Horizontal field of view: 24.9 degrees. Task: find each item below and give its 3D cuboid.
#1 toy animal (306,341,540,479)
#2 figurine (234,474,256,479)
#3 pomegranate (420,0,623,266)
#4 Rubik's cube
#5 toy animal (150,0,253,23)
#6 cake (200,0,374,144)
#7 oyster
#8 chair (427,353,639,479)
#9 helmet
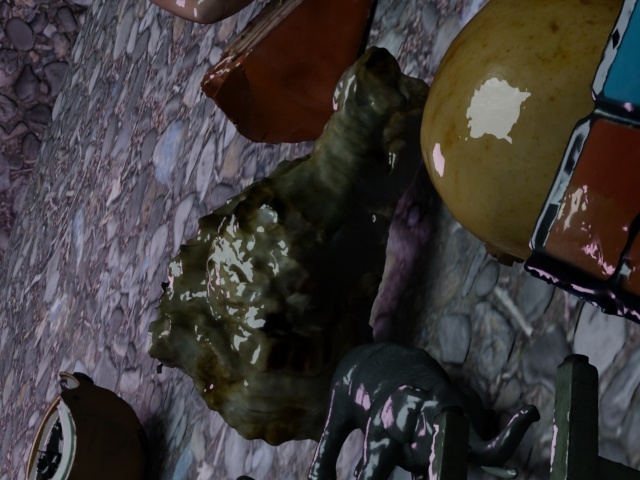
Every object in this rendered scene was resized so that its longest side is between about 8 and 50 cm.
[{"bbox_3d":[0.066,0.149,1.028,0.269,0.082,0.137,20,92,69],"label":"toy animal"},{"bbox_3d":[-0.066,0.274,1.281,0.077,0.079,0.136,-54,4,26],"label":"figurine"},{"bbox_3d":[0.149,-0.065,0.896,0.196,0.196,0.196,-48,32,44],"label":"pomegranate"},{"bbox_3d":[0.228,-0.026,0.675,0.183,0.167,0.180,26,96,67],"label":"Rubik's cube"},{"bbox_3d":[-0.066,-0.374,1.512,0.326,0.237,0.269,-36,31,19],"label":"toy animal"},{"bbox_3d":[-0.002,-0.213,1.483,0.287,0.135,0.098,-57,13,-16],"label":"cake"},{"bbox_3d":[0.007,0.004,1.192,0.133,0.198,0.337,-6,49,53],"label":"oyster"},{"bbox_3d":[0.133,0.213,0.736,0.136,0.147,0.271,-34,40,53],"label":"chair"},{"bbox_3d":[-0.268,0.259,1.662,0.224,0.130,0.198,161,129,-75],"label":"helmet"}]
